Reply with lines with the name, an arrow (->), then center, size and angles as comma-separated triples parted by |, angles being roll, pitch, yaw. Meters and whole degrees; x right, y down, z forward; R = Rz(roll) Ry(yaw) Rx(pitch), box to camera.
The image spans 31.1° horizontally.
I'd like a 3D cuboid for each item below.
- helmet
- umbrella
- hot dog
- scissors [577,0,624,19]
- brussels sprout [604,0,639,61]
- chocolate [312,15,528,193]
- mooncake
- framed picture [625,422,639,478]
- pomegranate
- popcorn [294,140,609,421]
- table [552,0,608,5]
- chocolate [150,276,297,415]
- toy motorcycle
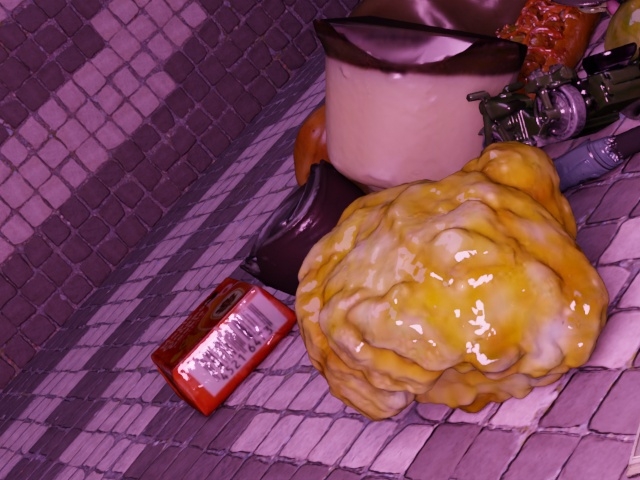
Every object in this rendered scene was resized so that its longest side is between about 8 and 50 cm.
helmet -> 0.000, 0.000, 1.927 | 0.225, 0.177, 0.305 | -57, 5, -8
umbrella -> 0.354, -0.106, 1.566 | 0.250, 0.053, 0.052 | -28, 24, 47
hot dog -> 0.375, -0.337, 1.989 | 0.158, 0.117, 0.348 | -20, 27, 46
scissors -> 0.494, -0.370, 1.898 | 0.134, 0.020, 0.187 | -6, 37, 12
brussels sprout -> 0.475, -0.302, 1.660 | 0.149, 0.122, 0.151 | -32, 20, 26
chocolate -> 0.152, -0.195, 1.812 | 0.314, 0.296, 0.326 | 7, 7, 13
mooncake -> 0.285, -0.512, 2.386 | 0.467, 0.262, 0.467 | -43, 10, 9
framed picture -> 0.399, 0.098, 1.007 | 0.273, 0.016, 0.216 | -28, 22, 43
pomegranate -> 0.054, -0.153, 2.118 | 0.233, 0.233, 0.233 | -39, 16, 14
popcorn -> 0.131, 0.045, 1.283 | 0.334, 0.292, 0.293 | -15, -17, 7
table -> 0.456, -0.444, 1.966 | 0.134, 0.043, 0.133 | -9, 30, 5
chocolate -> -0.177, 0.177, 2.022 | 0.237, 0.108, 0.235 | -47, 15, -10
toy motorcycle -> 0.340, -0.188, 1.604 | 0.205, 0.127, 0.275 | -17, -6, -24
